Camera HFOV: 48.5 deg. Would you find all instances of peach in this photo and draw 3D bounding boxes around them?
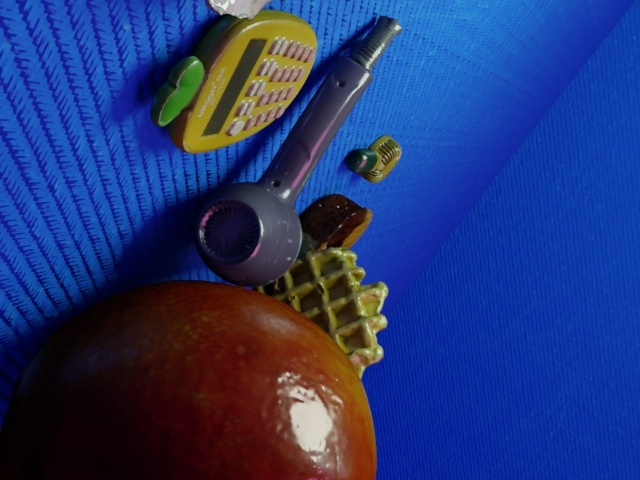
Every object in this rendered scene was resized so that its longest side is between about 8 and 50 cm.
[{"bbox_3d":[-0.143,0.214,0.744,0.388,0.388,0.388,-45,165,-16],"label":"peach"}]

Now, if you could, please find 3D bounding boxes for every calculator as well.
[{"bbox_3d":[-0.075,-0.147,0.659,0.146,0.032,0.235,-57,165,27],"label":"calculator"}]

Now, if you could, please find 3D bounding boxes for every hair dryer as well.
[{"bbox_3d":[-0.006,-0.106,0.860,0.361,0.121,0.301,-56,174,4],"label":"hair dryer"}]

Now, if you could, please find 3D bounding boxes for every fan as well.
[{"bbox_3d":[0.085,-0.128,1.159,0.082,0.039,0.155,-55,164,22],"label":"fan"}]

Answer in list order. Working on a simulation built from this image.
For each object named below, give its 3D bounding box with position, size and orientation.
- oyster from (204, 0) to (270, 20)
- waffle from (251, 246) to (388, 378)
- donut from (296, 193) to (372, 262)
[{"bbox_3d":[-0.030,-0.239,0.464,0.214,0.083,0.223,-36,166,-32],"label":"oyster"},{"bbox_3d":[-0.055,0.131,0.986,0.309,0.283,0.065,-60,153,-19],"label":"waffle"},{"bbox_3d":[0.000,0.000,1.166,0.184,0.073,0.166,-52,166,13],"label":"donut"}]
